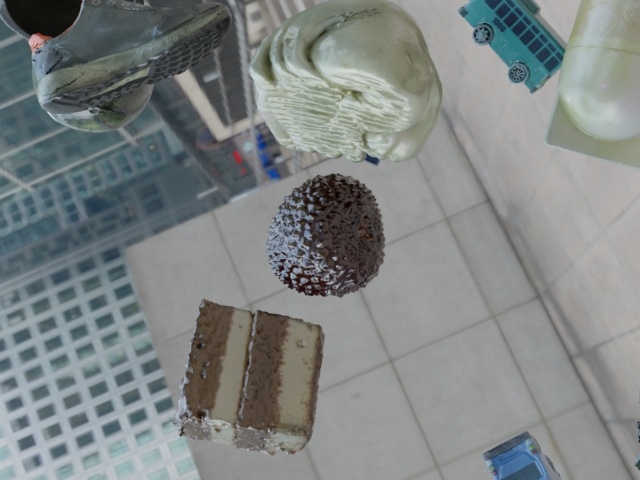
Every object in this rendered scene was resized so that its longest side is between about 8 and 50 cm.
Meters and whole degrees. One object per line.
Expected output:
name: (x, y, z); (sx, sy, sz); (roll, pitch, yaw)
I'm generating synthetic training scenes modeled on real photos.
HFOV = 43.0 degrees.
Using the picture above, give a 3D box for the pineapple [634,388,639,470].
pineapple: (0.534, 0.297, 1.289); (0.074, 0.074, 0.159); (-110, 25, -76)

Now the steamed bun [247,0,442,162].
steamed bun: (0.060, -0.303, 1.485); (0.352, 0.339, 0.247); (67, -141, -55)

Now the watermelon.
watermelon: (-0.526, -0.403, 1.904); (0.359, 0.279, 0.278); (-102, -10, -54)

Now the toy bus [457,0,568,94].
toy bus: (0.445, -0.468, 1.837); (0.256, 0.147, 0.128); (49, -153, 3)

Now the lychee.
lychee: (0.000, 0.000, 1.658); (0.271, 0.272, 0.271); (-24, -90, -89)

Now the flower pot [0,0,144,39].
flower pot: (-0.474, -0.502, 1.527); (0.269, 0.269, 0.166); (64, -169, -65)

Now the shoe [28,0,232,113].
shoe: (-0.318, -0.340, 1.316); (0.132, 0.337, 0.170); (111, 135, -84)

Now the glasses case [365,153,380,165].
glasses case: (0.108, -0.211, 1.957); (0.083, 0.033, 0.023); (24, -145, -9)

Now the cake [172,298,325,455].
cake: (-0.148, 0.297, 1.732); (0.255, 0.291, 0.281); (109, 169, -67)

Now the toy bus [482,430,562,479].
toy bus: (0.440, 0.508, 1.687); (0.234, 0.116, 0.133); (49, -167, -42)

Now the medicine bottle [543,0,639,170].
medicine bottle: (0.622, -0.365, 1.675); (0.236, 0.236, 0.405); (-107, 32, -83)
